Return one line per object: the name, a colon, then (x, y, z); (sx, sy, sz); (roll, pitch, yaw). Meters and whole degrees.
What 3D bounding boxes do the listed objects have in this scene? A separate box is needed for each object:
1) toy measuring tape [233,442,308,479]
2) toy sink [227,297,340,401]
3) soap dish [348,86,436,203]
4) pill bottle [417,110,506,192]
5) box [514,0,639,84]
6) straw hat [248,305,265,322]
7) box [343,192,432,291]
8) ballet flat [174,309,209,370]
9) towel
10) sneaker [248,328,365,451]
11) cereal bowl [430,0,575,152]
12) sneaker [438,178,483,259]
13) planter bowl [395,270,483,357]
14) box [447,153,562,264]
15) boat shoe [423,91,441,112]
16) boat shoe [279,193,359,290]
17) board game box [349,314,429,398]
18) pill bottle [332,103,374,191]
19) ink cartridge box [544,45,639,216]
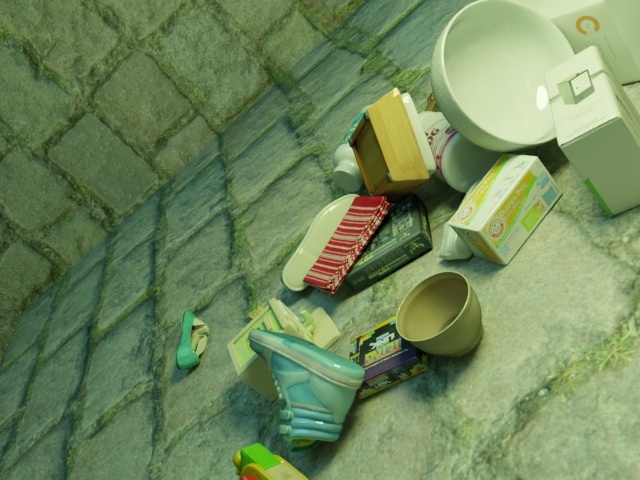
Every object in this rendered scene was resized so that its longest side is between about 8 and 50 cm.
toy measuring tape: (-0.060, 0.493, 1.220); (0.330, 0.121, 0.121); (23, 69, 43)
toy sink: (-0.093, 0.237, 1.577); (0.234, 0.131, 0.153); (-43, 27, 2)
soap dish: (0.170, -0.220, 1.647); (0.118, 0.228, 0.291); (-18, -6, -10)
pill bottle: (0.319, -0.230, 1.629); (0.160, 0.160, 0.283); (-43, 26, 3)
box: (0.578, -0.474, 1.547); (0.345, 0.215, 0.168); (-1, 48, 54)
straw hat: (-0.162, 0.212, 1.791); (0.144, 0.061, 0.144); (-33, 28, 21)
box: (0.160, 0.004, 1.630); (0.233, 0.059, 0.183); (-34, 26, 22)
ballet flat: (-0.378, 0.294, 1.984); (0.087, 0.083, 0.247); (-14, 32, 6)
towel: (0.062, 0.003, 1.670); (0.274, 0.031, 0.199); (-57, 20, -8)
sneaker: (-0.065, 0.309, 1.355); (0.319, 0.127, 0.208); (16, 89, 48)
cereal bowl: (0.385, -0.340, 1.431); (0.339, 0.339, 0.141); (-55, 6, -20)
sneaker: (0.320, -0.049, 1.473); (0.212, 0.080, 0.094); (-58, 17, -23)
planter bowl: (0.240, 0.153, 1.245); (0.162, 0.109, 0.162); (-35, 28, 21)
box: (0.380, -0.067, 1.359); (0.203, 0.114, 0.103); (-51, 26, -9)
boat shoe: (0.359, -0.383, 1.873); (0.104, 0.110, 0.307); (-14, 29, 52)
boat shoe: (0.000, 0.000, 1.809); (0.319, 0.116, 0.099); (-51, 11, -8)
board game box: (0.137, 0.231, 1.351); (0.170, 0.048, 0.141); (-31, 28, 26)
pill bottle: (0.132, -0.273, 1.975); (0.146, 0.146, 0.264); (-9, 43, 50)
ink cartridge box: (0.535, -0.213, 1.251); (0.115, 0.198, 0.272); (-29, 30, 32)
